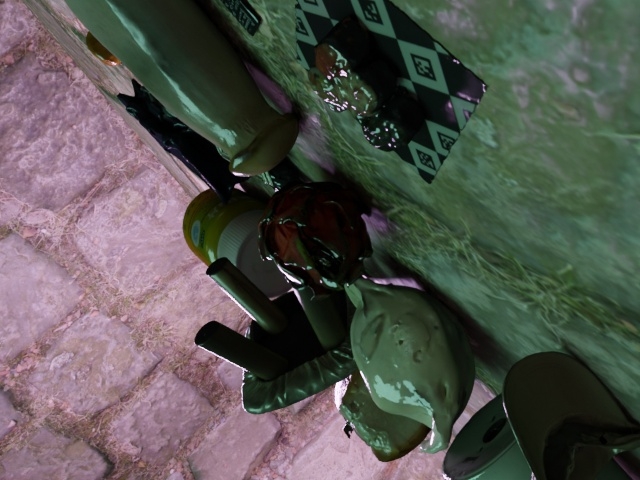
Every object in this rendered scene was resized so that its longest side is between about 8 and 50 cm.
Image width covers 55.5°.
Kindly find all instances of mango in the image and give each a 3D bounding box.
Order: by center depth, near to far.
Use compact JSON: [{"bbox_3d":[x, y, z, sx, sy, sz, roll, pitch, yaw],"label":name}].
[{"bbox_3d":[-0.551,-0.491,1.549,0.114,0.060,0.080,44,-175,3],"label":"mango"}]

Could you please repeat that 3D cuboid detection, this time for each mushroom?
[{"bbox_3d":[-0.197,-0.262,0.852,0.407,0.137,0.154,43,139,-4],"label":"mushroom"}]

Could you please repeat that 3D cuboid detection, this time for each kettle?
[{"bbox_3d":[0.347,0.400,0.874,0.318,0.205,0.265,46,-146,2],"label":"kettle"}]

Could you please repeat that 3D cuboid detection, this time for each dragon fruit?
[{"bbox_3d":[-0.005,-0.007,0.943,0.188,0.182,0.182,40,168,11],"label":"dragon fruit"}]

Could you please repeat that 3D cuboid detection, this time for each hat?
[{"bbox_3d":[0.290,0.237,0.762,0.173,0.166,0.144,52,161,21],"label":"hat"}]

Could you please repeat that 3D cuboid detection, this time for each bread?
[{"bbox_3d":[0.147,0.302,1.269,0.225,0.279,0.250,33,169,1],"label":"bread"}]

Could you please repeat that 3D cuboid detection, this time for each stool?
[{"bbox_3d":[-0.077,0.141,1.226,0.226,0.310,0.310,53,-165,-27],"label":"stool"}]

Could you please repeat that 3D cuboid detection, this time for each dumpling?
[{"bbox_3d":[0.159,0.200,1.041,0.318,0.187,0.243,63,-179,29],"label":"dumpling"}]

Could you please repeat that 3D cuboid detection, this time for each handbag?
[{"bbox_3d":[-0.325,-0.251,1.426,0.325,0.118,0.269,38,173,34],"label":"handbag"}]

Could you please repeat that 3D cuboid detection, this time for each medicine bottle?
[{"bbox_3d":[-0.198,-0.001,1.553,0.224,0.224,0.384,53,168,-30],"label":"medicine bottle"}]

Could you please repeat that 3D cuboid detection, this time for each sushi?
[{"bbox_3d":[0.035,-0.151,0.597,0.219,0.047,0.231,44,169,9],"label":"sushi"}]

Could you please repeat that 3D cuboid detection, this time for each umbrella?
[{"bbox_3d":[-0.063,-0.110,1.103,0.236,0.059,0.066,45,148,17],"label":"umbrella"}]

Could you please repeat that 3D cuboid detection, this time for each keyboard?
[{"bbox_3d":[-0.127,-0.312,0.726,0.155,0.010,0.053,48,168,-9],"label":"keyboard"}]

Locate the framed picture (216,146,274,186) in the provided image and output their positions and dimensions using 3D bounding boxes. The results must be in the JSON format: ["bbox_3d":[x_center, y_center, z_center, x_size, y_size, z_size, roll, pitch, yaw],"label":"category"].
[{"bbox_3d":[-0.179,-0.231,1.056,0.216,0.016,0.273,32,150,51],"label":"framed picture"}]
